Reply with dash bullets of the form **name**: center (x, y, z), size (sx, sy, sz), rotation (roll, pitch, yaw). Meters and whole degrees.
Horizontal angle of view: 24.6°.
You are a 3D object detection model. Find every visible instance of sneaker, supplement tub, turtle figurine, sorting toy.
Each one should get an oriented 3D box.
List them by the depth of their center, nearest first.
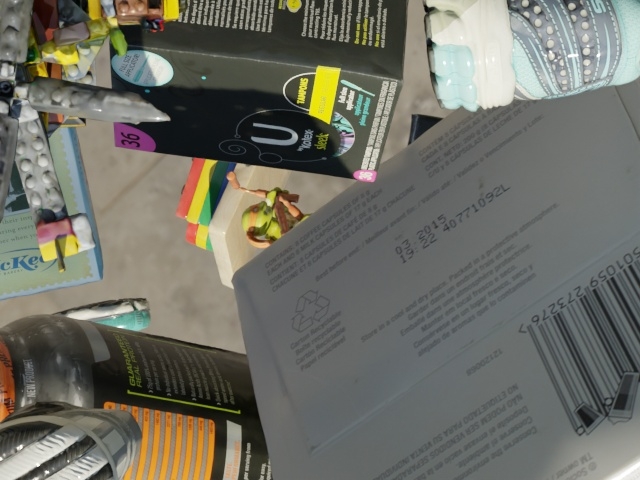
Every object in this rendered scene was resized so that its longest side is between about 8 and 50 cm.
- **sneaker**: center (-0.175, 0.137, 0.659), size (0.229, 0.132, 0.086), rotation (-24, 93, 12)
- **sneaker**: center (0.140, -0.153, 0.807), size (0.122, 0.283, 0.110), rotation (3, 128, 15)
- **supplement tub**: center (-0.150, 0.175, 1.159), size (0.338, 0.207, 0.207), rotation (16, 141, -32)
- **sneaker**: center (-0.280, 0.145, 1.600), size (0.275, 0.107, 0.110), rotation (-34, 75, 28)
- **turtle figurine**: center (0.000, 0.000, 1.660), size (0.217, 0.269, 0.087), rotation (15, 96, -16)
- **sorting toy**: center (-0.107, -0.095, 1.929), size (0.089, 0.255, 0.257), rotation (21, 164, 7)

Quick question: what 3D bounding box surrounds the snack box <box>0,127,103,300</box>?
- **snack box**: center (-0.309, -0.033, 0.907), size (0.322, 0.060, 0.187), rotation (-11, 125, -7)

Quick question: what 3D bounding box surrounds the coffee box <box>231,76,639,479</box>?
- **coffee box**: center (0.187, 0.127, 1.024), size (0.338, 0.338, 0.334), rotation (-35, 131, 17)

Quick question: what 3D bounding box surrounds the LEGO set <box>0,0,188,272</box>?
- **LEGO set**: center (-0.210, -0.128, 0.498), size (0.331, 0.192, 0.254), rotation (5, 90, -5)

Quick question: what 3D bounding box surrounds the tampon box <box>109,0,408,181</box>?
- **tampon box**: center (-0.036, -0.113, 0.850), size (0.161, 0.101, 0.120), rotation (7, 154, -2)

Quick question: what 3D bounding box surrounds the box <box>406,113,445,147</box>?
- **box**: center (0.262, 0.056, 1.494), size (0.396, 0.212, 0.293), rotation (10, 86, 3)
